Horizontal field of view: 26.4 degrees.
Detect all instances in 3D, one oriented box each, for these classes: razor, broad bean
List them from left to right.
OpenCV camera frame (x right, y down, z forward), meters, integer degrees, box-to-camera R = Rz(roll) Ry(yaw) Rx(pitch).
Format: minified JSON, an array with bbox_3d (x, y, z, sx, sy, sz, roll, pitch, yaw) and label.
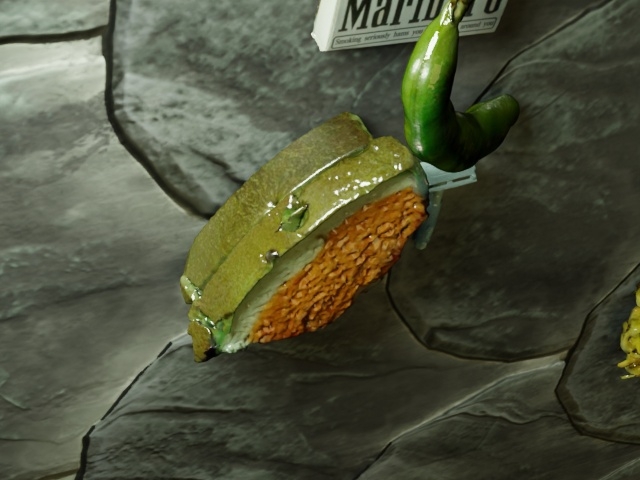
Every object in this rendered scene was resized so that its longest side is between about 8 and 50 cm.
[{"bbox_3d":[0.120,-0.034,1.462,0.068,0.040,0.135,-13,146,-18],"label":"razor"},{"bbox_3d":[0.132,-0.131,1.267,0.144,0.049,0.292,-53,156,-8],"label":"broad bean"}]

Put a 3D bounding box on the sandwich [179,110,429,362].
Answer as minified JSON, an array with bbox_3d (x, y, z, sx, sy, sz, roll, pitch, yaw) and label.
[{"bbox_3d":[-0.001,-0.008,1.362,0.212,0.109,0.292,0,138,-42],"label":"sandwich"}]

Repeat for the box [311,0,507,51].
[{"bbox_3d":[0.086,-0.226,1.209,0.177,0.036,0.115,-10,139,-22],"label":"box"}]

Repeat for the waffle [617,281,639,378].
[{"bbox_3d":[0.582,0.064,1.830,0.382,0.095,0.379,-5,140,-24],"label":"waffle"}]
